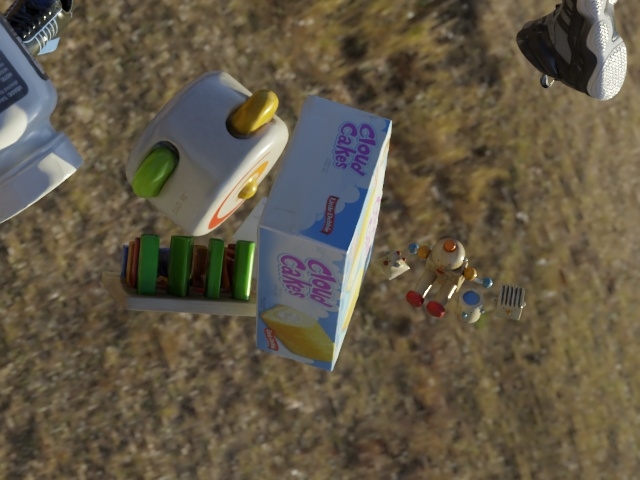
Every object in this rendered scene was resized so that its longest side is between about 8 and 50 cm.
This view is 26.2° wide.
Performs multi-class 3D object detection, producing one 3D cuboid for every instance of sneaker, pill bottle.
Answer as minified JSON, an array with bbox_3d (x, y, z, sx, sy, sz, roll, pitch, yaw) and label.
[{"bbox_3d":[-0.389,-0.281,1.801,0.081,0.090,0.232,28,25,-2],"label":"sneaker"},{"bbox_3d":[0.366,-0.343,2.040,0.101,0.153,0.268,-27,118,-43],"label":"sneaker"},{"bbox_3d":[-0.423,-0.185,1.615,0.318,0.176,0.176,55,40,-12],"label":"pill bottle"}]

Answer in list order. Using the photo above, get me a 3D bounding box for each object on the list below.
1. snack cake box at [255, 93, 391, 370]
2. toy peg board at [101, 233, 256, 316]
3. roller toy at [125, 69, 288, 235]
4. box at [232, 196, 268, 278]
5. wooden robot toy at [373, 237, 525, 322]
[{"bbox_3d":[0.000,0.000,1.350,0.089,0.264,0.152,17,62,7],"label":"snack cake box"},{"bbox_3d":[-0.149,0.028,1.534,0.161,0.161,0.079,4,97,-18],"label":"toy peg board"},{"bbox_3d":[-0.139,-0.109,1.772,0.146,0.191,0.209,41,85,4],"label":"roller toy"},{"bbox_3d":[-0.065,0.010,2.059,0.102,0.101,0.087,28,65,16],"label":"box"},{"bbox_3d":[0.141,0.036,1.503,0.173,0.079,0.076,25,57,14],"label":"wooden robot toy"}]
